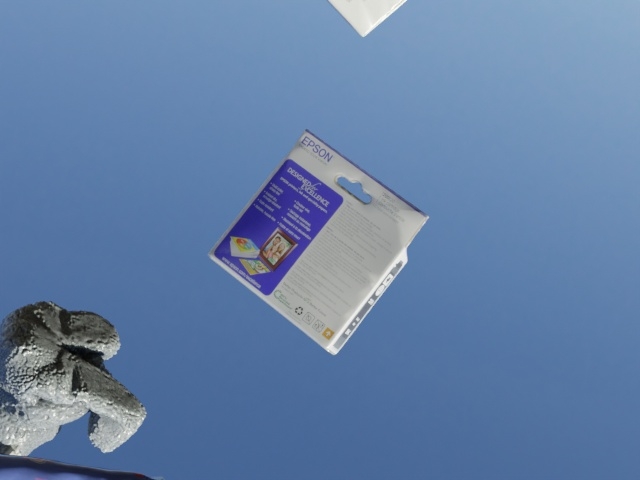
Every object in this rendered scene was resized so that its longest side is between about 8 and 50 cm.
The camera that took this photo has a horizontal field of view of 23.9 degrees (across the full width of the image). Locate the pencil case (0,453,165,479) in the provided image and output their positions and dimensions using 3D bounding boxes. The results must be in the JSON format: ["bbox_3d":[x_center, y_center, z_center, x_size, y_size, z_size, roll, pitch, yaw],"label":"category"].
[{"bbox_3d":[-0.285,0.271,1.436,0.306,0.133,0.119,12,164,-22],"label":"pencil case"}]

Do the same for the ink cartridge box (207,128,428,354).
[{"bbox_3d":[0.000,0.000,1.898,0.206,0.208,0.045,38,179,20],"label":"ink cartridge box"}]

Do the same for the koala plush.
[{"bbox_3d":[-0.383,0.207,1.964,0.203,0.221,0.196,27,-150,-45],"label":"koala plush"}]

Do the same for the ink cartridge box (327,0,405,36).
[{"bbox_3d":[0.003,-0.404,1.990,0.273,0.114,0.197,46,-174,-8],"label":"ink cartridge box"}]
